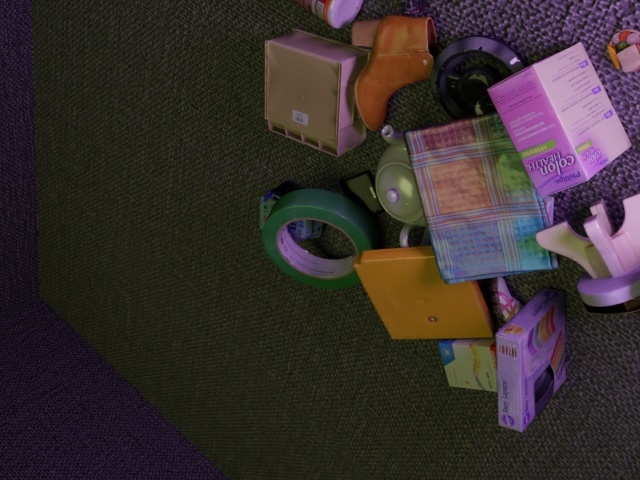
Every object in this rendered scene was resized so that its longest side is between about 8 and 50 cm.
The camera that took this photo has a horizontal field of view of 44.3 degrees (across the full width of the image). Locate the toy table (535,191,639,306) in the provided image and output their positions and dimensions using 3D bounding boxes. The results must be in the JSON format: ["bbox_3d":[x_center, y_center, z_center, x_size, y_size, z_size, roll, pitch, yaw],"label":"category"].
[{"bbox_3d":[0.582,0.011,1.584,0.252,0.274,0.161,-24,93,13],"label":"toy table"}]

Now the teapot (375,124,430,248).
[{"bbox_3d":[0.225,-0.129,1.908,0.256,0.187,0.252,47,137,12],"label":"teapot"}]

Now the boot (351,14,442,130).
[{"bbox_3d":[0.188,-0.387,1.866,0.211,0.104,0.295,11,128,30],"label":"boot"}]

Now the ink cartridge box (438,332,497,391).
[{"bbox_3d":[0.432,0.314,2.038,0.231,0.078,0.134,-3,110,45],"label":"ink cartridge box"}]

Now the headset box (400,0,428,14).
[{"bbox_3d":[0.209,-0.556,1.773,0.032,0.062,0.083,12,119,41],"label":"headset box"}]

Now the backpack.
[{"bbox_3d":[-0.080,-0.066,2.297,0.173,0.117,0.158,30,132,26],"label":"backpack"}]

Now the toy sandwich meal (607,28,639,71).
[{"bbox_3d":[0.595,-0.367,1.526,0.085,0.029,0.085,23,127,34],"label":"toy sandwich meal"}]

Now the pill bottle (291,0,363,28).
[{"bbox_3d":[-0.012,-0.617,1.910,0.221,0.121,0.121,38,134,22],"label":"pill bottle"}]

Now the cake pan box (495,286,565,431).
[{"bbox_3d":[0.493,0.278,1.833,0.070,0.246,0.267,14,121,39],"label":"cake pan box"}]

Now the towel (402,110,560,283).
[{"bbox_3d":[0.346,-0.086,1.708,0.271,0.040,0.370,-10,108,27],"label":"towel"}]

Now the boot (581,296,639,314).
[{"bbox_3d":[0.698,0.123,1.644,0.305,0.115,0.112,-5,107,44],"label":"boot"}]

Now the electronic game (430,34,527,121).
[{"bbox_3d":[0.353,-0.343,1.745,0.229,0.048,0.229,17,130,22],"label":"electronic game"}]

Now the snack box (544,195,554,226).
[{"bbox_3d":[0.483,-0.039,1.817,0.100,0.037,0.141,18,124,38],"label":"snack box"}]

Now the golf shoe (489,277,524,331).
[{"bbox_3d":[0.472,0.174,1.941,0.067,0.086,0.186,56,-162,-86],"label":"golf shoe"}]

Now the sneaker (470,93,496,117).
[{"bbox_3d":[0.441,-0.207,1.709,0.271,0.100,0.108,38,149,5],"label":"sneaker"}]

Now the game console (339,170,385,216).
[{"bbox_3d":[0.114,-0.123,2.151,0.107,0.071,0.122,-22,98,18],"label":"game console"}]

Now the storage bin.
[{"bbox_3d":[-0.010,-0.384,2.042,0.262,0.123,0.260,25,128,32],"label":"storage bin"}]

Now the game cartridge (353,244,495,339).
[{"bbox_3d":[0.262,0.134,1.975,0.285,0.052,0.323,-5,134,27],"label":"game cartridge"}]

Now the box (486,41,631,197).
[{"bbox_3d":[0.480,-0.244,1.572,0.117,0.213,0.243,-24,95,48],"label":"box"}]

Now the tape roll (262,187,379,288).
[{"bbox_3d":[0.000,0.000,2.179,0.321,0.077,0.321,12,138,11],"label":"tape roll"}]
